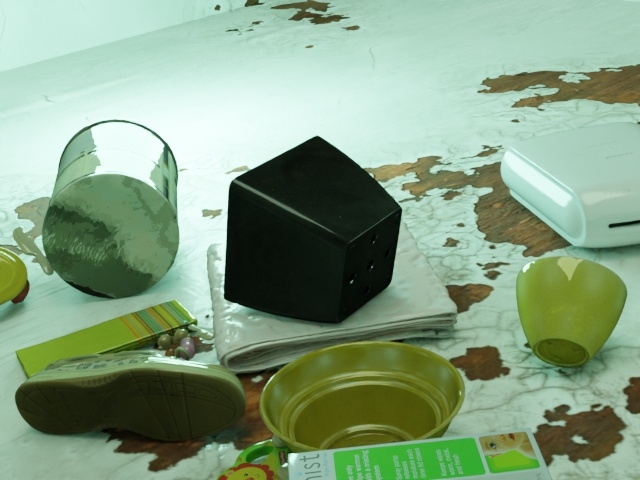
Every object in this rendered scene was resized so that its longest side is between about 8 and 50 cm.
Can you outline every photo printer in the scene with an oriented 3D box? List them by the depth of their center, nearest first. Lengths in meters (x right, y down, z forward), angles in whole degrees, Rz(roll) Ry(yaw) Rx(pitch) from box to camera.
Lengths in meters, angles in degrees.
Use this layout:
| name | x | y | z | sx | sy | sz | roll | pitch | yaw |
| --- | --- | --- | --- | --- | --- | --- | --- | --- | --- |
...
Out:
| name | x | y | z | sx | sy | sz | roll | pitch | yaw |
| --- | --- | --- | --- | --- | --- | --- | --- | --- | --- |
| photo printer | 0.457 | -0.087 | 1.620 | 0.256 | 0.107 | 0.307 | -11 | 24 | -10 |

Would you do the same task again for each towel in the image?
| name | x | y | z | sx | sy | sz | roll | pitch | yaw |
| --- | --- | --- | --- | --- | --- | --- | --- | --- | --- |
| towel | -0.292 | 0.137 | 1.422 | 0.237 | 0.021 | 0.102 | -18 | 21 | -21 |
| towel | 0.002 | 0.067 | 1.460 | 0.317 | 0.053 | 0.332 | -8 | 25 | -6 |

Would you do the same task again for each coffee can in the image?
| name | x | y | z | sx | sy | sz | roll | pitch | yaw |
| --- | --- | --- | --- | --- | --- | --- | --- | --- | --- |
| coffee can | -0.324 | -0.059 | 1.637 | 0.201 | 0.202 | 0.275 | -9 | 24 | -5 |

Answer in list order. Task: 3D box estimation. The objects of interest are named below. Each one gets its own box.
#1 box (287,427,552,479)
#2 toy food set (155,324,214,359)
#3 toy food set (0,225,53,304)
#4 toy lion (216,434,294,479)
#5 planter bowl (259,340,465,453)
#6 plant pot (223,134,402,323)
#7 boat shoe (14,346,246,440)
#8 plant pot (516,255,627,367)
| name | x | y | z | sx | sy | sz | roll | pitch | yaw |
| --- | --- | --- | --- | --- | --- | --- | --- | --- | --- |
| box | 0.092 | 0.290 | 0.855 | 0.231 | 0.127 | 0.262 | -5 | 25 | -1 |
| toy food set | -0.198 | 0.147 | 1.325 | 0.122 | 0.019 | 0.078 | -41 | 35 | -25 |
| toy food set | -0.513 | 0.076 | 1.566 | 0.218 | 0.071 | 0.128 | -29 | 56 | -37 |
| toy lion | -0.068 | 0.250 | 1.101 | 0.096 | 0.034 | 0.100 | -15 | 24 | -1 |
| planter bowl | 0.048 | 0.199 | 1.106 | 0.217 | 0.090 | 0.217 | -6 | 23 | 3 |
| plant pot | 0.000 | 0.000 | 1.352 | 0.167 | 0.187 | 0.188 | 26 | 38 | 27 |
| boat shoe | -0.218 | 0.169 | 1.222 | 0.285 | 0.105 | 0.089 | 0 | 27 | 15 |
| plant pot | 0.297 | 0.096 | 1.254 | 0.134 | 0.134 | 0.095 | 3 | 55 | 21 |
